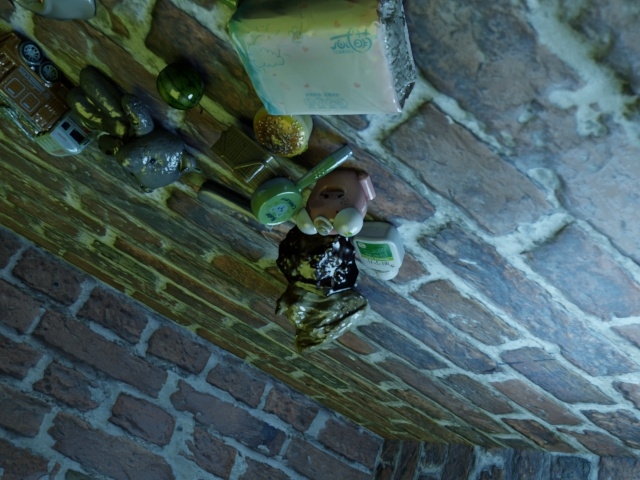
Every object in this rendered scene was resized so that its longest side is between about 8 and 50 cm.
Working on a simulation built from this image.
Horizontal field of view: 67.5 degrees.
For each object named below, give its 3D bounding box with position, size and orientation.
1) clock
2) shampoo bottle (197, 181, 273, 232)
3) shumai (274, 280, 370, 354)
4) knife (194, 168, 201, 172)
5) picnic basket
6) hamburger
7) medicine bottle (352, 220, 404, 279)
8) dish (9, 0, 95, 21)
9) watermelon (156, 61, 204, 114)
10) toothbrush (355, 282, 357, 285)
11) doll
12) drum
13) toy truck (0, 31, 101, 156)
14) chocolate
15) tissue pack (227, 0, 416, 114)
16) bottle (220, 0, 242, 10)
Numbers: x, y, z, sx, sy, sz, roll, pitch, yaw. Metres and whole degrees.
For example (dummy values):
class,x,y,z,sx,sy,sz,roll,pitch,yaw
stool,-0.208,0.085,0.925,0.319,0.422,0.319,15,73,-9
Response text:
class,x,y,z,sx,sy,sz,roll,pitch,yaw
clock,0.032,-0.083,1.100,0.165,0.162,0.093,4,142,31
shampoo bottle,-0.242,-0.093,1.392,0.233,0.049,0.087,27,152,-4
shumai,-0.010,0.201,1.599,0.314,0.267,0.263,-32,93,31
knife,-0.377,-0.211,1.347,0.090,0.005,0.014,24,152,3
picnic basket,-0.161,-0.176,1.088,0.164,0.079,0.115,41,179,30
hamburger,-0.081,-0.234,1.017,0.126,0.082,0.141,25,150,2
medicine bottle,0.161,0.029,1.276,0.119,0.070,0.183,4,146,24
dish,-0.562,-0.509,0.931,0.229,0.081,0.230,18,149,11
watermelon,-0.293,-0.325,1.017,0.108,0.109,0.109,18,150,11
toothbrush,0.045,0.131,1.579,0.161,0.014,0.017,9,161,25
doll,-0.498,-0.257,1.208,0.245,0.158,0.340,-24,123,37
drum,-0.052,-0.130,1.039,0.253,0.049,0.130,-43,148,22
toy truck,-0.720,-0.349,1.219,0.136,0.162,0.305,1,143,34
chocolate,0.000,0.000,1.232,0.224,0.206,0.177,52,143,36
tissue pack,0.006,-0.310,0.796,0.270,0.124,0.201,7,149,27
bottle,-0.175,-0.431,0.824,0.083,0.030,0.030,29,150,-6
